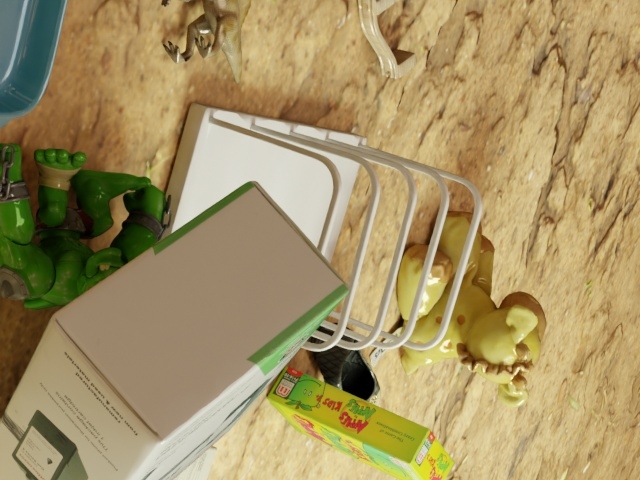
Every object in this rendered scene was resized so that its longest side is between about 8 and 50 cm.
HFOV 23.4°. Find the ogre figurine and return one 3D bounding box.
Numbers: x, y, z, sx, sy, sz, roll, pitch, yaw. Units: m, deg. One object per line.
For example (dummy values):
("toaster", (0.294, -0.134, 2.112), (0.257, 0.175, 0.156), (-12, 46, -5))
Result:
("ogre figurine", (-0.194, -0.003, 1.221), (0.197, 0.097, 0.118), (30, 64, -73))

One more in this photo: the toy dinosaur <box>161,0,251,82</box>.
("toy dinosaur", (-0.085, -0.185, 1.311), (0.092, 0.053, 0.183), (-46, 142, -36))

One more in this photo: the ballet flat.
("ballet flat", (0.034, 0.147, 1.693), (0.057, 0.049, 0.173), (-57, 147, -18))

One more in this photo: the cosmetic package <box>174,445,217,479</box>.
("cosmetic package", (-0.152, 0.211, 1.453), (0.115, 0.041, 0.060), (24, 87, -59))

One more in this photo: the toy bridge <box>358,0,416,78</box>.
("toy bridge", (0.063, -0.244, 1.531), (0.063, 0.026, 0.188), (-40, 138, -37))

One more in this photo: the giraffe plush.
("giraffe plush", (0.183, 0.092, 1.773), (0.210, 0.170, 0.181), (-57, 147, -19))

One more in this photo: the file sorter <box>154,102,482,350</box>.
("file sorter", (0.000, 0.000, 1.438), (0.278, 0.173, 0.192), (4, 104, -57))

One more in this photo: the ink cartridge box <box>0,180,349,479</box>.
("ink cartridge box", (-0.131, 0.111, 1.212), (0.211, 0.121, 0.289), (-38, 171, -35))

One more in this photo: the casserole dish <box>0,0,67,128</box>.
("casserole dish", (-0.233, -0.173, 1.107), (0.114, 0.037, 0.188), (-3, 111, -57))

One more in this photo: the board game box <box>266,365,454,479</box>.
("board game box", (0.041, 0.197, 1.605), (0.043, 0.181, 0.092), (-59, 147, -16))
